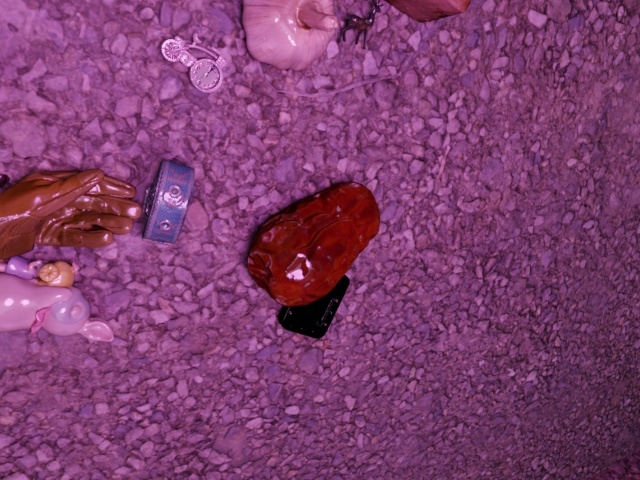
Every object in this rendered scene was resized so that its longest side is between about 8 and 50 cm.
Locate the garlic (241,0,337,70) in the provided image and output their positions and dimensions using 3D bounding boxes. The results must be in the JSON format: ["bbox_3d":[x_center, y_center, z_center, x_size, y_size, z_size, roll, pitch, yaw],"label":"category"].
[{"bbox_3d":[-0.042,-0.415,0.826,0.199,0.226,0.199,-12,118,-24],"label":"garlic"}]

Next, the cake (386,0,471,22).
[{"bbox_3d":[0.231,-0.576,0.909,0.293,0.198,0.196,18,98,-30],"label":"cake"}]

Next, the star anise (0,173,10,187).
[{"bbox_3d":[-0.675,-0.051,0.740,0.272,0.102,0.272,-6,98,-51],"label":"star anise"}]

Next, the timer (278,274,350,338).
[{"bbox_3d":[-0.019,0.155,1.151,0.144,0.055,0.187,24,94,-32],"label":"timer"}]

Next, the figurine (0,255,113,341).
[{"bbox_3d":[-0.522,0.119,0.867,0.235,0.127,0.155,14,71,-27],"label":"figurine"}]

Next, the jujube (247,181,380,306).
[{"bbox_3d":[0.000,0.000,1.022,0.342,0.216,0.216,-40,121,-22],"label":"jujube"}]

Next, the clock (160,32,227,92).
[{"bbox_3d":[-0.245,-0.353,0.861,0.129,0.041,0.087,32,98,-36],"label":"clock"}]

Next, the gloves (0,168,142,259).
[{"bbox_3d":[-0.496,-0.046,0.797,0.331,0.141,0.154,-28,123,-43],"label":"gloves"}]

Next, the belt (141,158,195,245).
[{"bbox_3d":[-0.309,-0.076,0.881,0.082,0.147,0.163,13,82,-24],"label":"belt"}]

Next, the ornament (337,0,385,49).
[{"bbox_3d":[0.090,-0.476,0.941,0.073,0.028,0.125,4,141,-25],"label":"ornament"}]
